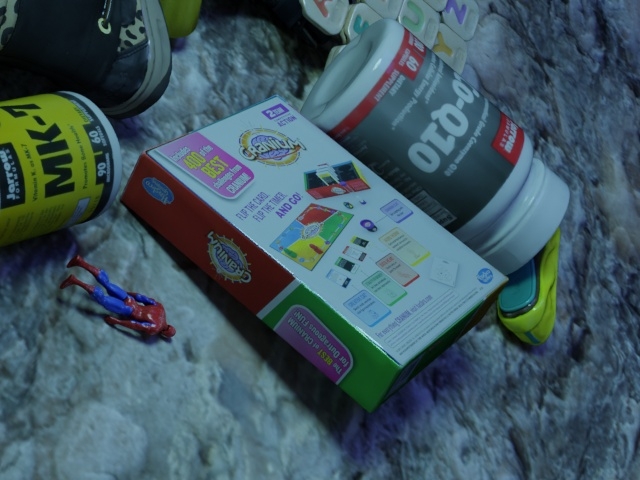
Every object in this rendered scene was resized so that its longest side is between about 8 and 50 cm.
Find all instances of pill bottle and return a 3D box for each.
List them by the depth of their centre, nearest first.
[{"bbox_3d":[-0.275,-0.053,1.227,0.119,0.119,0.208,53,36,12],"label":"pill bottle"},{"bbox_3d":[0.129,-0.097,1.625,0.283,0.161,0.161,38,35,-17],"label":"pill bottle"}]

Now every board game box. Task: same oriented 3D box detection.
[{"bbox_3d":[0.000,0.000,1.440,0.316,0.064,0.242,40,34,14],"label":"board game box"}]

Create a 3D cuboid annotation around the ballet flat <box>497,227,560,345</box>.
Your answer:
[{"bbox_3d":[0.244,0.031,1.708,0.077,0.077,0.231,50,32,-29],"label":"ballet flat"}]

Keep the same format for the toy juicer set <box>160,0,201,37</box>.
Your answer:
[{"bbox_3d":[-0.229,-0.367,1.636,0.209,0.089,0.329,12,51,-17],"label":"toy juicer set"}]

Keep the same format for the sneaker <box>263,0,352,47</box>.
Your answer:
[{"bbox_3d":[-0.043,-0.294,1.696,0.163,0.086,0.226,43,16,-4],"label":"sneaker"}]

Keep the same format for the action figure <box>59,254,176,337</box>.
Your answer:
[{"bbox_3d":[-0.174,0.055,1.294,0.115,0.030,0.038,32,42,-24],"label":"action figure"}]

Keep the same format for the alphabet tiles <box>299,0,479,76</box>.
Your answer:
[{"bbox_3d":[0.092,-0.276,1.758,0.278,0.021,0.284,34,66,-39],"label":"alphabet tiles"}]

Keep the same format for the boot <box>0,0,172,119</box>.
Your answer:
[{"bbox_3d":[-0.293,-0.301,1.366,0.284,0.138,0.377,6,64,-63],"label":"boot"}]
